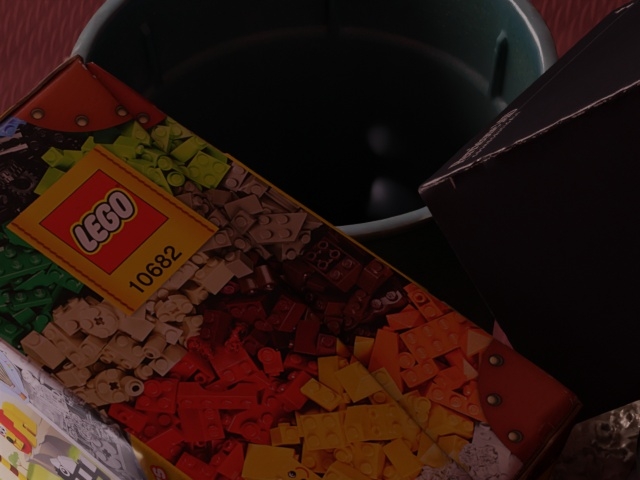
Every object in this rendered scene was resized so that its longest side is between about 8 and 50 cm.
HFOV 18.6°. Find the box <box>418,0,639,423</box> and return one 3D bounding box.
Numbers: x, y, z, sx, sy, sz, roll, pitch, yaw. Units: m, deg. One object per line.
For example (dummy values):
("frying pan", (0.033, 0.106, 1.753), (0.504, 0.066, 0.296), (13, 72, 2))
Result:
("box", (0.287, -0.080, 1.199), (0.312, 0.179, 0.343), (-25, 10, 38))

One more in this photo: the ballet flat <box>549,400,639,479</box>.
("ballet flat", (0.194, 0.168, 1.581), (0.147, 0.147, 0.409), (-50, -5, 22))

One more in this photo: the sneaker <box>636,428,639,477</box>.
("sneaker", (0.241, 0.127, 1.224), (0.222, 0.083, 0.118), (-41, -20, -52))

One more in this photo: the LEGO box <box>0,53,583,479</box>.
("LEGO box", (-0.082, 0.181, 1.273), (0.193, 0.372, 0.500), (-46, -19, -31))

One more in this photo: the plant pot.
("plant pot", (0.000, 0.000, 1.459), (0.341, 0.341, 0.334), (-44, -33, -35))
